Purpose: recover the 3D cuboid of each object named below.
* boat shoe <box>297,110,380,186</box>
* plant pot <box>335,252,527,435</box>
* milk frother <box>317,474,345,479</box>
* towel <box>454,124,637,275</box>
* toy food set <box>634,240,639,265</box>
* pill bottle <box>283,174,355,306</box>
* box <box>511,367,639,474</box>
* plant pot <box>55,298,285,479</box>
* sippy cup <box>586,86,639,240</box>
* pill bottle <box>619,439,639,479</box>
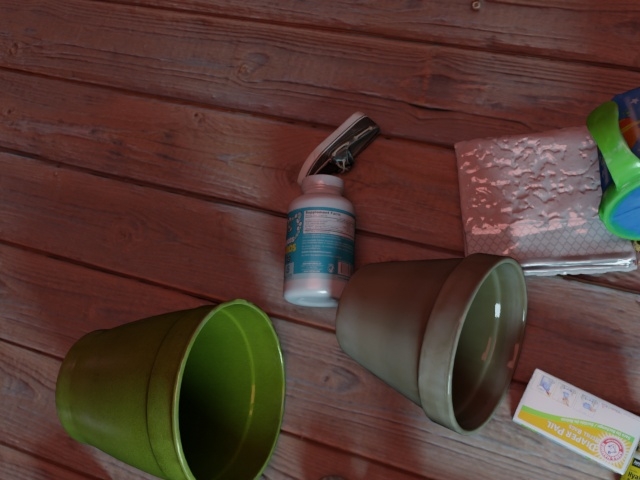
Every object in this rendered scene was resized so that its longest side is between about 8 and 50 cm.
[{"bbox_3d":[0.040,-0.190,1.573,0.070,0.078,0.219,41,86,23],"label":"boat shoe"},{"bbox_3d":[0.194,0.159,1.331,0.280,0.323,0.323,14,78,35],"label":"plant pot"},{"bbox_3d":[0.041,0.543,1.335,0.129,0.135,0.143,19,97,-15],"label":"milk frother"},{"bbox_3d":[0.446,-0.081,1.433,0.332,0.053,0.316,-5,67,13],"label":"towel"},{"bbox_3d":[0.600,0.015,1.392,0.083,0.020,0.082,14,78,18],"label":"toy food set"},{"bbox_3d":[0.000,0.000,1.491,0.146,0.146,0.264,-2,73,15],"label":"pill bottle"},{"bbox_3d":[0.463,0.326,1.288,0.203,0.114,0.103,25,82,19],"label":"box"},{"bbox_3d":[-0.310,0.299,1.404,0.353,0.366,0.366,-3,73,27],"label":"plant pot"},{"bbox_3d":[0.607,-0.152,1.290,0.240,0.305,0.224,-10,57,14],"label":"sippy cup"},{"bbox_3d":[0.571,0.412,1.259,0.065,0.065,0.116,20,79,19],"label":"pill bottle"}]
